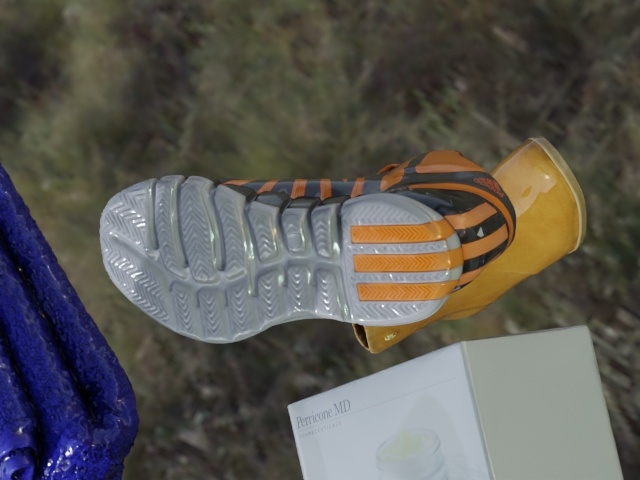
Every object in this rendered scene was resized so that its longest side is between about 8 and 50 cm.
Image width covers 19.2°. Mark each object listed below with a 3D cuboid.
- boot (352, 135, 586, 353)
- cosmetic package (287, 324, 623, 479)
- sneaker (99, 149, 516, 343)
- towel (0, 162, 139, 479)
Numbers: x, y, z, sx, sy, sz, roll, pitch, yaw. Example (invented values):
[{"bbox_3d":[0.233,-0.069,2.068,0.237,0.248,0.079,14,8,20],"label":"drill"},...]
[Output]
[{"bbox_3d":[0.127,0.021,1.792,0.211,0.104,0.295,-28,-16,-14],"label":"boot"},{"bbox_3d":[0.108,0.200,1.433,0.224,0.138,0.224,-26,71,51],"label":"cosmetic package"},{"bbox_3d":[0.000,0.000,1.429,0.321,0.180,0.124,5,106,31],"label":"sneaker"},{"bbox_3d":[-0.199,0.100,1.017,0.227,0.076,0.308,55,146,22],"label":"towel"}]
